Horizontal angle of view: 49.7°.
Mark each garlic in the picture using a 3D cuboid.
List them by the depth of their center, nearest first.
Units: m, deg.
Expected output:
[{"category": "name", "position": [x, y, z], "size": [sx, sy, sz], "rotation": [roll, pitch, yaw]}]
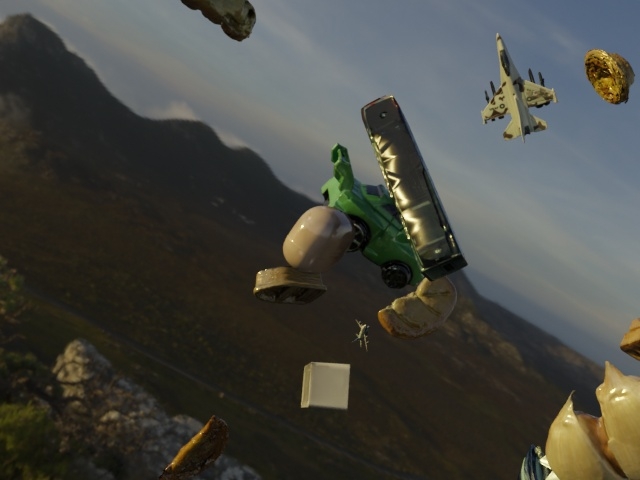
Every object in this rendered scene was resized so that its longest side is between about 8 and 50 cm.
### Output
[{"category": "garlic", "position": [0.598, 0.389, 1.368], "size": [0.286, 0.249, 0.313], "rotation": [1, -18, 36]}]

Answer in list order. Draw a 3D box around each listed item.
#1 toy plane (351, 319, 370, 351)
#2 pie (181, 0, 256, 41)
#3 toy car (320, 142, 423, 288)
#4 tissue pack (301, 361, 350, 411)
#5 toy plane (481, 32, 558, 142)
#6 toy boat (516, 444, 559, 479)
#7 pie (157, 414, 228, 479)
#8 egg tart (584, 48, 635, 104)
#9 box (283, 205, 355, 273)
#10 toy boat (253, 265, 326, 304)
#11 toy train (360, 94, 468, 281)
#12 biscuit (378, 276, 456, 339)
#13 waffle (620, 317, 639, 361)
[{"category": "toy plane", "position": [0.092, 0.203, 1.510], "size": [0.024, 0.084, 0.078], "rotation": [-7, 59, -23]}, {"category": "pie", "position": [-0.273, -0.521, 1.381], "size": [0.339, 0.083, 0.339], "rotation": [35, 9, -6]}, {"category": "toy car", "position": [0.125, -0.048, 1.665], "size": [0.358, 0.176, 0.213], "rotation": [37, 17, -15]}, {"category": "tissue pack", "position": [0.014, 0.515, 2.423], "size": [0.136, 0.159, 0.246], "rotation": [6, -14, -7]}, {"category": "toy plane", "position": [0.408, -0.316, 1.453], "size": [0.160, 0.234, 0.082], "rotation": [-14, -2, 27]}, {"category": "toy boat", "position": [0.605, 0.597, 1.687], "size": [0.070, 0.210, 0.291], "rotation": [31, -33, -32]}, {"category": "pie", "position": [-0.254, 0.445, 1.455], "size": [0.088, 0.191, 0.033], "rotation": [37, 9, -32]}, {"category": "egg tart", "position": [0.565, -0.325, 1.344], "size": [0.129, 0.049, 0.129], "rotation": [56, 1, -2]}, {"category": "box", "position": [0.000, 0.000, 1.398], "size": [0.088, 0.146, 0.200], "rotation": [39, 11, 18]}, {"category": "toy boat", "position": [-0.090, 0.115, 1.780], "size": [0.188, 0.116, 0.061], "rotation": [7, 60, -32]}, {"category": "toy train", "position": [0.182, -0.115, 1.396], "size": [0.089, 0.086, 0.409], "rotation": [40, 28, -56]}, {"category": "biscuit", "position": [0.297, 0.201, 2.029], "size": [0.045, 0.299, 0.154], "rotation": [-24, -82, 55]}, {"category": "waffle", "position": [0.919, 0.303, 1.675], "size": [0.327, 0.098, 0.224], "rotation": [34, -12, 10]}]
